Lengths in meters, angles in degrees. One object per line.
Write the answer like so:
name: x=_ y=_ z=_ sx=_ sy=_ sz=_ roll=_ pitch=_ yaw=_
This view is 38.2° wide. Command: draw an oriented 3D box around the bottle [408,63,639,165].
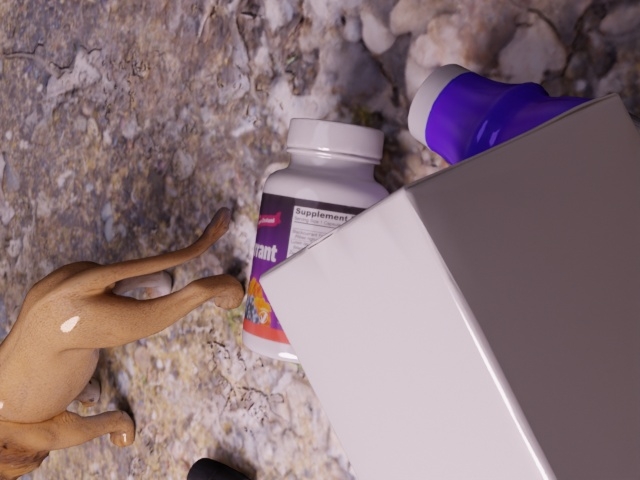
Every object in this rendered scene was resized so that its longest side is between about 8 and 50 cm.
bottle: x=0.181 y=-0.036 z=0.633 sx=0.283 sy=0.092 sz=0.118 roll=38 pitch=116 yaw=34

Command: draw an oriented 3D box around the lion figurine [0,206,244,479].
lion figurine: x=-0.254 y=0.117 z=0.879 sx=0.142 sy=0.240 sz=0.392 roll=44 pitch=113 yaw=32

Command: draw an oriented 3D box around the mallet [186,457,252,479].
mallet: x=-0.097 y=0.304 z=0.875 sx=0.062 sy=0.039 sz=0.189 roll=6 pitch=95 yaw=37

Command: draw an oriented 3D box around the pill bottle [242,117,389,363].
pill bottle: x=0.000 y=0.000 z=0.768 sx=0.108 sy=0.108 sz=0.193 roll=10 pitch=93 yaw=39

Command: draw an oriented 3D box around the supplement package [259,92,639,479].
supplement package: x=0.129 y=0.097 z=0.536 sx=0.177 sy=0.175 sz=0.293 roll=-31 pitch=85 yaw=58
